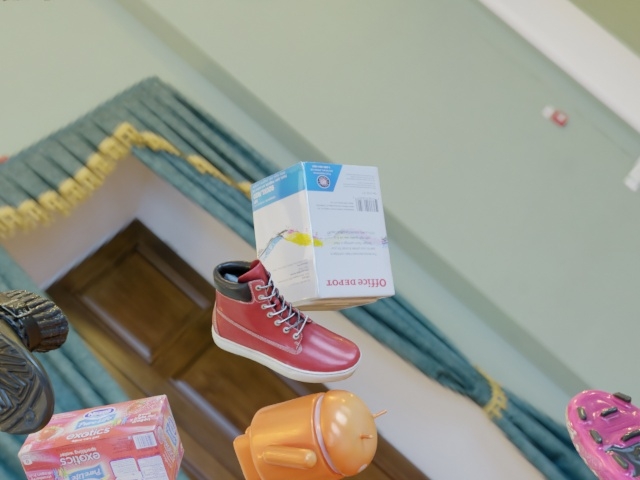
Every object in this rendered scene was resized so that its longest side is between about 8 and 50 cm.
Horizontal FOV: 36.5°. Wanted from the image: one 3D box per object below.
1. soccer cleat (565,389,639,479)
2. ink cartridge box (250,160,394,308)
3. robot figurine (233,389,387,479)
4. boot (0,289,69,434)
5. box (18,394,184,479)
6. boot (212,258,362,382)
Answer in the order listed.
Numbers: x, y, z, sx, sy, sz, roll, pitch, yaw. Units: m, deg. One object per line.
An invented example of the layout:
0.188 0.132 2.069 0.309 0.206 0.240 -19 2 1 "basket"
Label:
0.404 0.321 1.149 0.116 0.331 0.143 -18 -47 -26 "soccer cleat"
0.000 0.000 1.687 0.171 0.233 0.168 2 -13 -38 "ink cartridge box"
-0.014 0.287 1.391 0.219 0.128 0.158 -18 -35 21 "robot figurine"
-0.533 0.200 1.727 0.131 0.348 0.260 -53 -21 10 "boot"
-0.458 0.449 2.060 0.299 0.154 0.142 -12 21 7 "box"
-0.050 0.116 1.470 0.088 0.244 0.176 -63 -15 -45 "boot"
